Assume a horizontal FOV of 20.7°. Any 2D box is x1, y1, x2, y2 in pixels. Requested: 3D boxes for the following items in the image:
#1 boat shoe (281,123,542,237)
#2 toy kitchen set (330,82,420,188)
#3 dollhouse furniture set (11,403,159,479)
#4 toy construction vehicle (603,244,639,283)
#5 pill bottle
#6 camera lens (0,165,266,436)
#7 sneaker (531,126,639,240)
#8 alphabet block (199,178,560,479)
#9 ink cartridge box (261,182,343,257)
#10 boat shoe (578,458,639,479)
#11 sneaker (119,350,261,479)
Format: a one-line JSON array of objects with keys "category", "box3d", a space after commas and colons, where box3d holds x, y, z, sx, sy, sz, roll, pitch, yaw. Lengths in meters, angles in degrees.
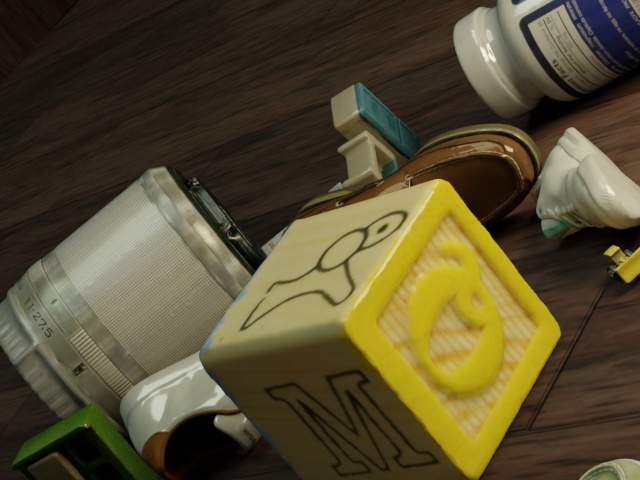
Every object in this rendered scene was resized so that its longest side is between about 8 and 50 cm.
[{"category": "boat shoe", "box3d": [0.086, -0.018, 1.770, 0.307, 0.111, 0.104, -26, 17, 37]}, {"category": "toy kitchen set", "box3d": [0.120, -0.096, 1.938, 0.166, 0.122, 0.207, -30, 42, 23]}, {"category": "dollhouse furniture set", "box3d": [-0.304, 0.327, 1.682, 0.301, 0.151, 0.197, -31, 22, 23]}, {"category": "toy construction vehicle", "box3d": [0.290, 0.002, 1.496, 0.086, 0.035, 0.098, -42, 20, -5]}, {"category": "pill bottle", "box3d": [0.282, -0.240, 1.850, 0.264, 0.153, 0.153, -28, 23, 29]}, {"category": "camera lens", "box3d": [-0.198, 0.070, 1.939, 0.274, 0.219, 0.219, -40, 20, 1]}, {"category": "sneaker", "box3d": [0.243, -0.034, 1.623, 0.094, 0.080, 0.212, -49, 12, 10]}, {"category": "alphabet block", "box3d": [0.051, 0.089, 1.505, 0.197, 0.193, 0.192, -15, 33, 49]}, {"category": "ink cartridge box", "box3d": [0.000, 0.000, 1.983, 0.122, 0.052, 0.088, -41, 20, 0]}, {"category": "boat shoe", "box3d": [0.163, 0.241, 1.131, 0.109, 0.094, 0.302, -24, 25, 36]}, {"category": "sneaker", "box3d": [-0.055, 0.144, 1.754, 0.290, 0.106, 0.123, -35, 47, 4]}]
